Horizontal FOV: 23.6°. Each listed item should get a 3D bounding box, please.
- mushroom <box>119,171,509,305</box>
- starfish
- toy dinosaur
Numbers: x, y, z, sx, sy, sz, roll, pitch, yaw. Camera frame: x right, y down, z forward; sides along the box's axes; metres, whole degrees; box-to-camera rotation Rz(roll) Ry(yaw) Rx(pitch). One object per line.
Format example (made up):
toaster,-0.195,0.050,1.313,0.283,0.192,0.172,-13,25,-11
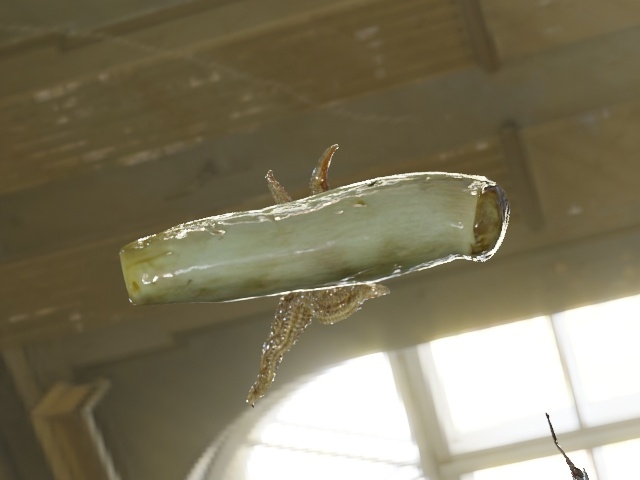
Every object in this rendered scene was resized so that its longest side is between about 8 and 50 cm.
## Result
mushroom,0.000,0.001,1.296,0.107,0.333,0.087,96,162,-74
starfish,-0.024,0.032,2.067,0.084,0.301,0.293,11,-131,-29
toy dinosaur,0.229,0.244,1.264,0.220,0.032,0.108,64,180,17
